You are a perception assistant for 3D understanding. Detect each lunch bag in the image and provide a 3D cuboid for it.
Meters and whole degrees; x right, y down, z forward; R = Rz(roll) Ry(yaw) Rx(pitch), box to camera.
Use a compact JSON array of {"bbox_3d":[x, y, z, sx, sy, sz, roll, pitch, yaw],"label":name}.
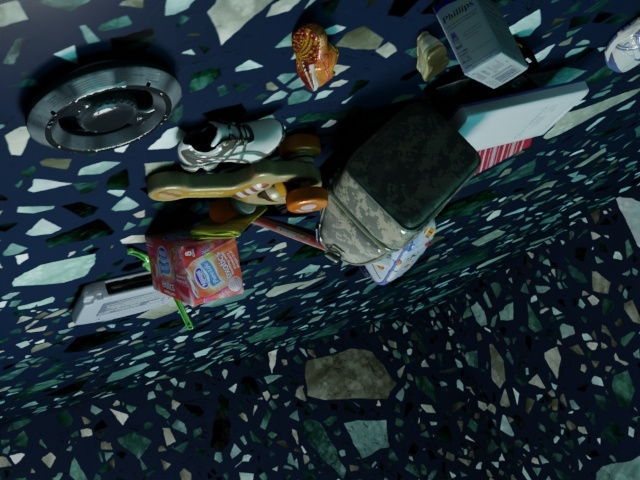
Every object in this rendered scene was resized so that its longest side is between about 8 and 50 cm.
[{"bbox_3d":[0.145,-0.040,2.013,0.115,0.243,0.303,-29,164,-27],"label":"lunch bag"},{"bbox_3d":[0.143,-0.100,1.717,0.305,0.212,0.256,-45,175,-32],"label":"lunch bag"}]

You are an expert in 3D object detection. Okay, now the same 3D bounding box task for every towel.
[{"bbox_3d":[0.415,-0.229,2.037,0.275,0.031,0.199,-27,158,-7],"label":"towel"},{"bbox_3d":[-0.187,-0.039,1.731,0.102,0.021,0.237,0,-166,11],"label":"towel"}]

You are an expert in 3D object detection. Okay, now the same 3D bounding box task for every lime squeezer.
[{"bbox_3d":[-0.390,0.086,1.981,0.059,0.110,0.310,-10,137,17],"label":"lime squeezer"}]

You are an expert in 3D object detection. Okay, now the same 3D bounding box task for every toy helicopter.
[{"bbox_3d":[-0.171,-0.107,1.634,0.355,0.140,0.235,-3,167,-25],"label":"toy helicopter"}]

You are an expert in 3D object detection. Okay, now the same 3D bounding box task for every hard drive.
[{"bbox_3d":[0.408,-0.265,1.831,0.319,0.040,0.210,-15,164,-22],"label":"hard drive"}]

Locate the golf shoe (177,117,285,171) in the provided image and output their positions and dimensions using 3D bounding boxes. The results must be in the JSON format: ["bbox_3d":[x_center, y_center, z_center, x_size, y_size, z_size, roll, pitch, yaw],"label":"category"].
[{"bbox_3d":[-0.154,-0.176,1.446,0.198,0.077,0.094,-20,164,-11],"label":"golf shoe"}]

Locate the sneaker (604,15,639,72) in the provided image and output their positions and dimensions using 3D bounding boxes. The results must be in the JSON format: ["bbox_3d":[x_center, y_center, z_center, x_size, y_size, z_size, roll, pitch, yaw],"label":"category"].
[{"bbox_3d":[0.715,-0.419,1.728,0.112,0.131,0.296,-17,165,-24],"label":"sneaker"}]

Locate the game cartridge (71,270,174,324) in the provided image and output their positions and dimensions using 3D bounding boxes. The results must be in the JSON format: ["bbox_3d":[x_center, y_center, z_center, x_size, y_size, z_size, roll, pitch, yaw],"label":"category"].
[{"bbox_3d":[-0.478,0.138,2.106,0.297,0.062,0.198,-12,166,-32],"label":"game cartridge"}]

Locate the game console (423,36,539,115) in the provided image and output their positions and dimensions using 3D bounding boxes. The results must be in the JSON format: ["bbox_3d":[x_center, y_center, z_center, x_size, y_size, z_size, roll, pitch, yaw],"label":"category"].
[{"bbox_3d":[0.373,-0.320,1.756,0.213,0.044,0.361,-27,163,23],"label":"game console"}]

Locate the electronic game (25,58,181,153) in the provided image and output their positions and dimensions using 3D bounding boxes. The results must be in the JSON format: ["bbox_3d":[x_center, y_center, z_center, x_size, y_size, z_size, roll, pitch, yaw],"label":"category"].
[{"bbox_3d":[-0.316,-0.194,1.212,0.229,0.048,0.229,-20,165,-5],"label":"electronic game"}]

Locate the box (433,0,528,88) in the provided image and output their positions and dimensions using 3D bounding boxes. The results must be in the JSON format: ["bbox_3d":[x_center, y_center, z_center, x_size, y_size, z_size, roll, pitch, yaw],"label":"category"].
[{"bbox_3d":[0.266,-0.336,1.368,0.072,0.137,0.126,-29,163,29],"label":"box"}]

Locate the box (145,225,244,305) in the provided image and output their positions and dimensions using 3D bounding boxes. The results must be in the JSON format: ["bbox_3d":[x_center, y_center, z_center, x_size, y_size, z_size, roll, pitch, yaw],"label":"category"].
[{"bbox_3d":[-0.272,0.048,1.751,0.123,0.128,0.257,-13,-169,-27],"label":"box"}]

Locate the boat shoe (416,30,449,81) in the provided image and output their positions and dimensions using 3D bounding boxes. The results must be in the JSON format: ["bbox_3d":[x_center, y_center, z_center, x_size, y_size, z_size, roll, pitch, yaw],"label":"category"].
[{"bbox_3d":[0.196,-0.331,1.484,0.056,0.048,0.153,-36,170,5],"label":"boat shoe"}]

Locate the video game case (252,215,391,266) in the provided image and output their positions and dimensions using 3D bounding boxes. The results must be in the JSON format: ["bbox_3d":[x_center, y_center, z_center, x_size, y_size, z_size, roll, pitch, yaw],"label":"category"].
[{"bbox_3d":[0.000,0.000,1.945,0.285,0.025,0.204,20,-177,41],"label":"video game case"}]

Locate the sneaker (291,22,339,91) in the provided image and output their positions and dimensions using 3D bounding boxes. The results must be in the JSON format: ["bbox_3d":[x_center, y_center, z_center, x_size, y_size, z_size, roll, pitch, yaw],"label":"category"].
[{"bbox_3d":[-0.004,-0.300,1.297,0.067,0.064,0.175,-41,172,-9],"label":"sneaker"}]
